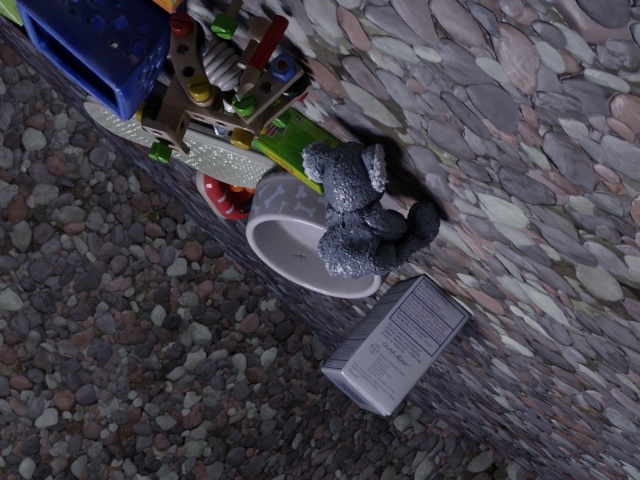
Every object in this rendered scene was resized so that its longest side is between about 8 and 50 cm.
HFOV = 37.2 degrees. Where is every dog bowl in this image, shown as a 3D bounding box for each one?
[{"bbox_3d":[0.000,0.000,1.996,0.348,0.102,0.349,19,153,10],"label":"dog bowl"}]

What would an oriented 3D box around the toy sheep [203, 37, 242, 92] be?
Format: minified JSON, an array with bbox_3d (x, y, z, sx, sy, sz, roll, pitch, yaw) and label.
[{"bbox_3d":[-0.180,-0.309,1.687,0.132,0.091,0.091,43,169,-4],"label":"toy sheep"}]

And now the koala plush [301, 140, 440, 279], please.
[{"bbox_3d":[0.067,-0.069,1.610,0.196,0.203,0.221,13,131,38],"label":"koala plush"}]

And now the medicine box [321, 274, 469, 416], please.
[{"bbox_3d":[0.163,0.236,2.163,0.149,0.289,0.263,43,169,-3],"label":"medicine box"}]

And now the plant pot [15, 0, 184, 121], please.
[{"bbox_3d":[-0.370,-0.383,1.688,0.236,0.212,0.236,40,169,-3],"label":"plant pot"}]

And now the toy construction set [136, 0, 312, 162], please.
[{"bbox_3d":[-0.160,-0.219,1.492,0.257,0.237,0.309,30,168,-12],"label":"toy construction set"}]

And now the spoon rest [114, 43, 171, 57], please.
[{"bbox_3d":[-0.413,-0.420,1.851,0.276,0.084,0.137,25,-156,-12],"label":"spoon rest"}]

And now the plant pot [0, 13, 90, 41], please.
[{"bbox_3d":[-0.558,-0.501,1.964,0.188,0.167,0.187,41,169,-8],"label":"plant pot"}]

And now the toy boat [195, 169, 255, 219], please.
[{"bbox_3d":[-0.202,-0.144,2.349,0.151,0.151,0.231,4,156,18],"label":"toy boat"}]

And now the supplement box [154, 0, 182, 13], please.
[{"bbox_3d":[-0.230,-0.426,1.407,0.078,0.080,0.233,38,167,0],"label":"supplement box"}]

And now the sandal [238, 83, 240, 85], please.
[{"bbox_3d":[-0.142,-0.265,1.798,0.060,0.090,0.219,4,175,-29],"label":"sandal"}]

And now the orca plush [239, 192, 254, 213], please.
[{"bbox_3d":[-0.067,-0.003,2.257,0.287,0.102,0.151,25,-153,10],"label":"orca plush"}]

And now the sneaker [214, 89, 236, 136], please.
[{"bbox_3d":[-0.206,-0.271,1.771,0.064,0.086,0.192,-3,-137,-36],"label":"sneaker"}]

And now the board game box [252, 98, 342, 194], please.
[{"bbox_3d":[-0.042,-0.175,1.735,0.181,0.092,0.043,37,170,17],"label":"board game box"}]

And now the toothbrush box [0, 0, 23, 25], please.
[{"bbox_3d":[-0.567,-0.557,1.668,0.122,0.206,0.283,33,168,36],"label":"toothbrush box"}]

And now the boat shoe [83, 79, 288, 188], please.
[{"bbox_3d":[-0.280,-0.258,2.067,0.500,0.156,0.187,24,159,19],"label":"boat shoe"}]
